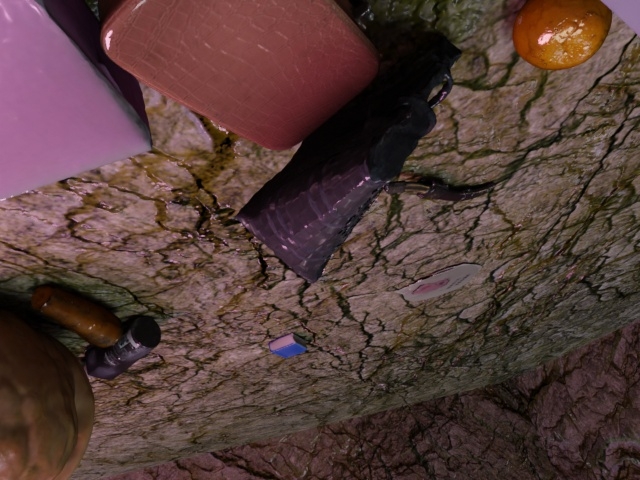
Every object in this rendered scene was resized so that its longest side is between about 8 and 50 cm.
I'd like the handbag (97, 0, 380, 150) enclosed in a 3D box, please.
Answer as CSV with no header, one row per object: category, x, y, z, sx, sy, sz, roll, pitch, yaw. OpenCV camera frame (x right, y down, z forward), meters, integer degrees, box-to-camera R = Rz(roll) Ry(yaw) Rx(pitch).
handbag,-0.048,-0.156,0.375,0.151,0.072,0.193,-32,148,27

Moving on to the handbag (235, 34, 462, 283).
handbag,0.037,-0.079,0.435,0.089,0.270,0.175,41,132,-9

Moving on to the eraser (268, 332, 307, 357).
eraser,-0.073,0.241,1.160,0.063,0.027,0.084,-24,153,9

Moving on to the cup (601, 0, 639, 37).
cup,0.318,-0.190,0.207,0.331,0.311,0.256,-18,157,-25

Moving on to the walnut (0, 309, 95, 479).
walnut,-0.450,0.237,0.667,0.285,0.285,0.296,8,150,-41

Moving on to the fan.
fan,0.200,0.103,1.085,0.310,0.010,0.182,-7,152,-21

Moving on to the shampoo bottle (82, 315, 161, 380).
shampoo bottle,-0.358,0.197,0.867,0.208,0.057,0.064,-33,150,27

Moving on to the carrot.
carrot,-0.340,0.107,0.721,0.055,0.055,0.161,-20,147,4

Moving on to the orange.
orange,0.219,-0.195,0.463,0.083,0.070,0.083,-3,153,-2

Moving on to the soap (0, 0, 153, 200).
soap,-0.269,-0.097,0.338,0.260,0.081,0.181,-20,154,1

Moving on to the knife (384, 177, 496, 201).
knife,0.163,-0.071,0.717,0.222,0.021,0.045,-3,151,-35
